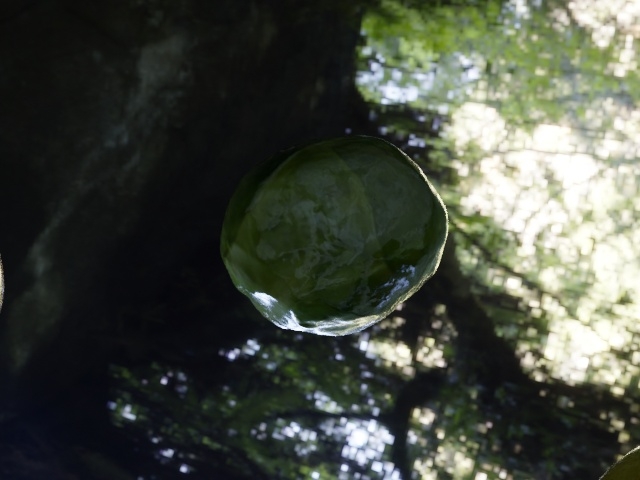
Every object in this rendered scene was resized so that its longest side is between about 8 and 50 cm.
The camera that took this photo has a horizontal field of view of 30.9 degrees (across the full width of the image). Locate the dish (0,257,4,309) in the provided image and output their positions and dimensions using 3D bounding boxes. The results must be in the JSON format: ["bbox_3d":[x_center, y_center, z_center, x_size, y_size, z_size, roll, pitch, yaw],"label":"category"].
[{"bbox_3d":[-0.402,0.030,1.145,0.090,0.213,0.213,-51,-34,-77],"label":"dish"}]

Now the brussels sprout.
[{"bbox_3d":[0.000,0.000,1.257,0.219,0.271,0.210,-31,-91,-33],"label":"brussels sprout"}]

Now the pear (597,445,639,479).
[{"bbox_3d":[0.408,0.308,1.168,0.336,0.284,0.285,-65,-34,-30],"label":"pear"}]
